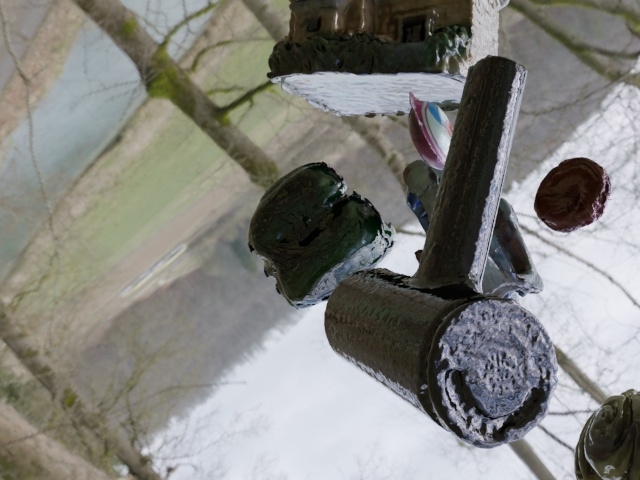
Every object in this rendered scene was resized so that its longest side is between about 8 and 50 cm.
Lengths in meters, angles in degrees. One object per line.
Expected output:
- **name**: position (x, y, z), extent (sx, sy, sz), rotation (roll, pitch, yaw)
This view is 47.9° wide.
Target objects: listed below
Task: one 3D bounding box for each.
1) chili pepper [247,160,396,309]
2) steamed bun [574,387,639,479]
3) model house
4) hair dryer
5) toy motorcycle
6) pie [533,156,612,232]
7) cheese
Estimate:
- **chili pepper**: position (0.000, 0.000, 1.402), extent (0.257, 0.248, 0.233), rotation (-40, 153, -7)
- **steamed bun**: position (0.671, 0.447, 1.520), extent (0.394, 0.238, 0.346), rotation (125, -21, -43)
- **model house**: position (0.159, -0.506, 1.595), extent (0.446, 0.399, 0.395), rotation (4, 175, 31)
- **hair dryer**: position (0.096, -0.007, 0.504), extent (0.197, 0.089, 0.251), rotation (-171, -82, -71)
- **toy motorcycle**: position (0.251, -0.025, 1.214), extent (0.182, 0.319, 0.241), rotation (-24, 156, -11)
- **pie**: position (0.561, -0.101, 1.606), extent (0.182, 0.050, 0.182), rotation (-28, -132, 36)
- **cheese**: position (0.133, -0.097, 0.779), extent (0.038, 0.145, 0.095), rotation (-26, -154, 23)
